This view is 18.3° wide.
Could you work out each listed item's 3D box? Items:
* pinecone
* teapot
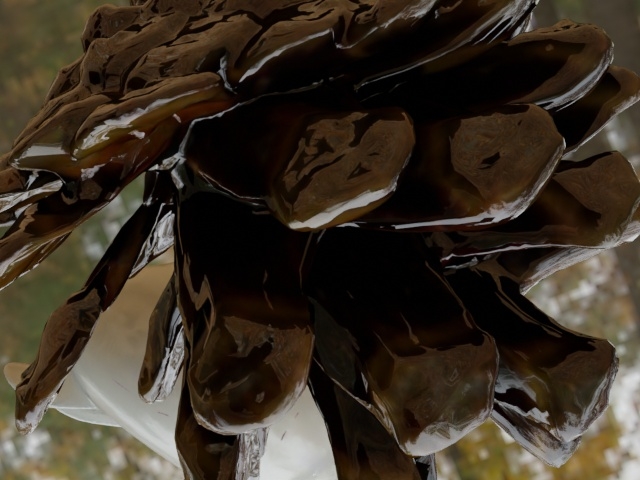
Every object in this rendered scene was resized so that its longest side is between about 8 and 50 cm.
[{"bbox_3d":[0.001,0.002,0.644,0.229,0.201,0.202,-25,-154,11],"label":"pinecone"},{"bbox_3d":[-0.060,0.108,1.227,0.298,0.204,0.139,31,-94,32],"label":"teapot"}]
